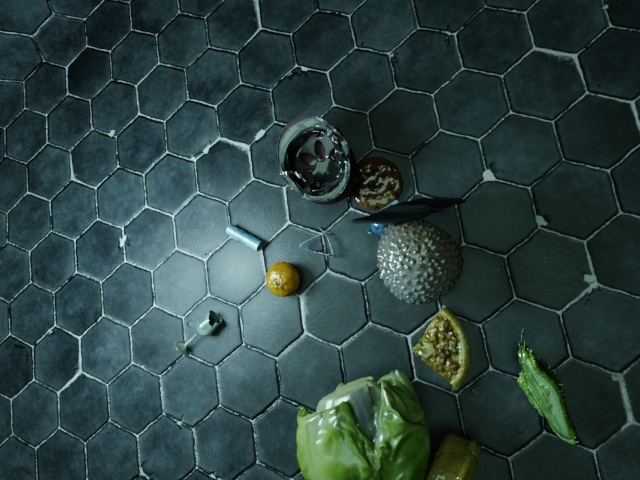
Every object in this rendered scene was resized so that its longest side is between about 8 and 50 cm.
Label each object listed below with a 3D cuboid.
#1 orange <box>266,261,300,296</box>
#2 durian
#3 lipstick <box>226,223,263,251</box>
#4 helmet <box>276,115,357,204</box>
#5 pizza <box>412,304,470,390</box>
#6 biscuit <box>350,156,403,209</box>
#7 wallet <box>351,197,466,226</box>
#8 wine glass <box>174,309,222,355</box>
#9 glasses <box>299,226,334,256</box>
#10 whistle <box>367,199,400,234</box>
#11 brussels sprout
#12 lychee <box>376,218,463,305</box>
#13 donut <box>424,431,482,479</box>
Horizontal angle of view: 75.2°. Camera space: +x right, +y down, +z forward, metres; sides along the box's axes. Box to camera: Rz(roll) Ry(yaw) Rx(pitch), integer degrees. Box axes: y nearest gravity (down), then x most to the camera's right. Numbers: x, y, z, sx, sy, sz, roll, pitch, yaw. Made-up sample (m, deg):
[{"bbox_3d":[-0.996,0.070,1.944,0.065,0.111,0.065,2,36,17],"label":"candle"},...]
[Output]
[{"bbox_3d":[-0.143,0.147,1.577,0.135,0.117,0.136,-1,80,7],"label":"orange"},{"bbox_3d":[0.712,0.463,1.329,0.132,0.106,0.375,-28,78,11],"label":"durian"},{"bbox_3d":[-0.306,-0.012,1.674,0.157,0.048,0.048,29,90,16],"label":"lipstick"},{"bbox_3d":[0.003,-0.283,1.558,0.271,0.197,0.338,-40,69,14],"label":"helmet"},{"bbox_3d":[0.415,0.371,1.440,0.197,0.058,0.293,-5,81,14],"label":"pizza"},{"bbox_3d":[0.208,-0.219,1.581,0.212,0.036,0.212,-2,81,14],"label":"biscuit"},{"bbox_3d":[0.293,-0.100,1.381,0.322,0.247,0.041,-20,103,-26],"label":"wallet"},{"bbox_3d":[-0.481,0.366,1.650,0.195,0.079,0.079,-44,75,6],"label":"wine glass"},{"bbox_3d":[0.000,0.000,1.590,0.139,0.062,0.104,18,86,14],"label":"glasses"},{"bbox_3d":[0.241,-0.071,1.529,0.157,0.090,0.090,-32,76,7],"label":"whistle"},{"bbox_3d":[0.149,0.644,1.325,0.425,0.342,0.361,-26,80,12],"label":"brussels sprout"},{"bbox_3d":[0.319,0.069,1.388,0.299,0.300,0.301,-2,82,14],"label":"lychee"},{"bbox_3d":[0.409,0.720,1.293,0.128,0.261,0.209,20,115,27],"label":"donut"}]
